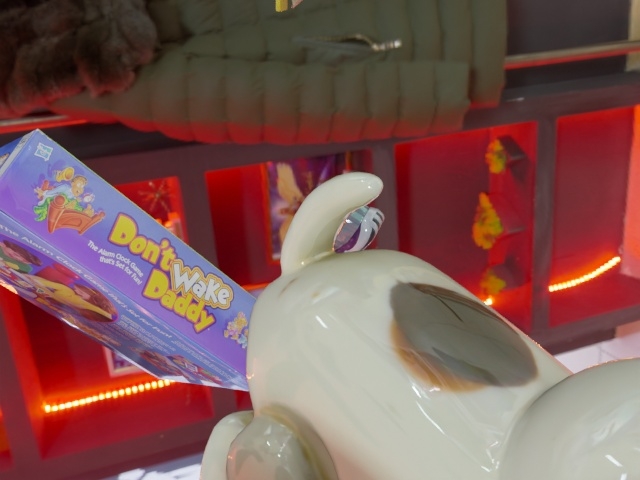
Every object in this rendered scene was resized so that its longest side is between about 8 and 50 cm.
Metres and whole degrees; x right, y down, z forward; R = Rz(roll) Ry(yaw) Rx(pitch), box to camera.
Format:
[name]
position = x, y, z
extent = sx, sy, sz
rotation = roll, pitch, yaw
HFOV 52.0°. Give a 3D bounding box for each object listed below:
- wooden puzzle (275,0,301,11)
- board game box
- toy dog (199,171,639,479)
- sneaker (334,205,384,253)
[wooden puzzle]
position = -0.022, -0.309, 0.738
extent = 0.014, 0.116, 0.079
rotation = 19, 133, 25
[board game box]
position = -0.223, 0.045, 0.700
extent = 0.233, 0.347, 0.078
rotation = -6, 51, 44
[toy dog]
position = 0.137, 0.155, 0.476
extent = 0.407, 0.284, 0.396
rotation = 11, 102, 47
[sneaker]
position = 0.000, 0.000, 0.971
extent = 0.224, 0.098, 0.083
rotation = -47, 9, 44
